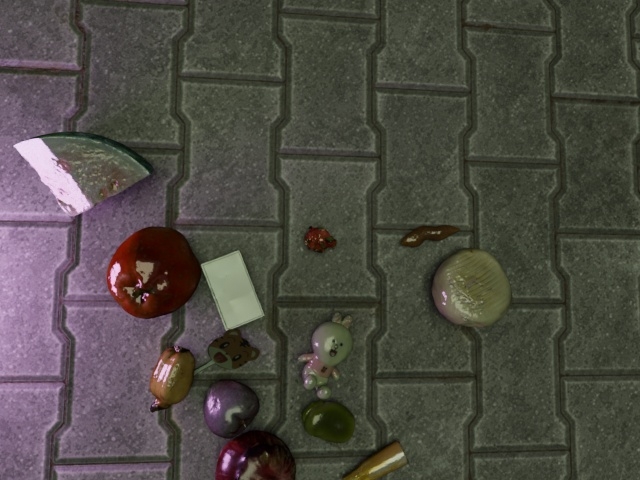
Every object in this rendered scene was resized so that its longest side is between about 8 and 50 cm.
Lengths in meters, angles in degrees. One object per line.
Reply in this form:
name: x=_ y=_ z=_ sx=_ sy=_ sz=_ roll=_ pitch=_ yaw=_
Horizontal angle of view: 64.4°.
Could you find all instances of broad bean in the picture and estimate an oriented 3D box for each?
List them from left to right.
broad bean: x=0.024 y=0.579 z=1.627 sx=0.174 sy=0.082 sz=0.124 roll=12 pitch=84 yaw=-16

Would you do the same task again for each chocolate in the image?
chocolate: x=0.173 y=0.728 z=1.633 sx=0.219 sy=0.085 sz=0.086 roll=-25 pitch=88 yaw=-4

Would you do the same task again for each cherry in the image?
cherry: x=-0.280 y=0.518 z=1.564 sx=0.176 sy=0.140 sz=0.176 roll=-4 pitch=64 yaw=7

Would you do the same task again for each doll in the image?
doll: x=0.017 y=0.361 z=1.631 sx=0.154 sy=0.113 sz=0.275 roll=25 pitch=75 yaw=-13

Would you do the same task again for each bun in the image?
bun: x=0.490 y=0.162 z=1.676 sx=0.272 sy=0.168 sz=0.273 roll=3 pitch=72 yaw=-9

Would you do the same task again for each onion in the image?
onion: x=-0.192 y=0.703 z=1.531 sx=0.246 sy=0.190 sz=0.246 roll=0 pitch=90 yaw=-24

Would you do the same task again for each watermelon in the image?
watermelon: x=-0.716 y=-0.198 z=1.547 sx=0.387 sy=0.228 sz=0.258 roll=12 pitch=92 yaw=-15

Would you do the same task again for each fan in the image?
fan: x=-0.318 y=0.372 z=1.608 sx=0.226 sy=0.008 sz=0.152 roll=-31 pitch=120 yaw=6

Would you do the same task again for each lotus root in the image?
lotus root: x=-0.457 y=0.430 z=1.561 sx=0.118 sy=0.125 sz=0.221 roll=19 pitch=87 yaw=-45

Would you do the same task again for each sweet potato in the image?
sweet potato: x=0.373 y=-0.023 z=1.732 sx=0.218 sy=0.051 sz=0.065 roll=-14 pitch=83 yaw=-9

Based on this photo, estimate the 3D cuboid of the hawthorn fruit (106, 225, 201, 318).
hawthorn fruit: x=-0.500 y=0.103 z=1.510 sx=0.275 sy=0.300 sz=0.275 roll=1 pitch=108 yaw=2

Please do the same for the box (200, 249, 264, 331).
box: x=-0.278 y=0.159 z=1.621 sx=0.129 sy=0.086 sz=0.225 roll=-21 pitch=88 yaw=-9

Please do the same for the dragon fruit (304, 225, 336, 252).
dragon fruit: x=0.002 y=-0.001 z=1.673 sx=0.116 sy=0.086 sz=0.081 roll=8 pitch=46 yaw=-14
